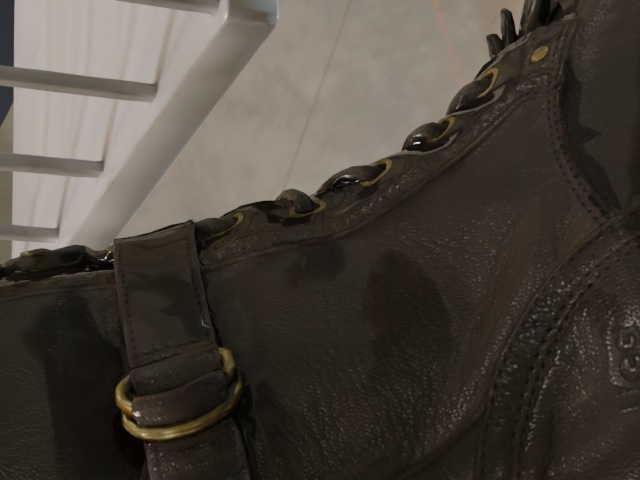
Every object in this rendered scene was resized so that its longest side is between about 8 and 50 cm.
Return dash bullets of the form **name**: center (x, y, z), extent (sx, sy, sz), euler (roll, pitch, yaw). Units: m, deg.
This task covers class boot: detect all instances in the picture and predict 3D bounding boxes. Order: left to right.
- **boot**: center (0.000, 0.000, 0.481), extent (0.229, 0.263, 0.091), euler (-12, -52, 4)

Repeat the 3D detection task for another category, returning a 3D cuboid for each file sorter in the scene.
- **file sorter**: center (-0.147, -0.112, 0.743), extent (0.173, 0.278, 0.192), euler (6, -115, -22)

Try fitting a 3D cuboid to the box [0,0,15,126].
- **box**: center (-0.286, -0.097, 1.280), extent (0.184, 0.261, 0.103), euler (-26, -59, 34)
